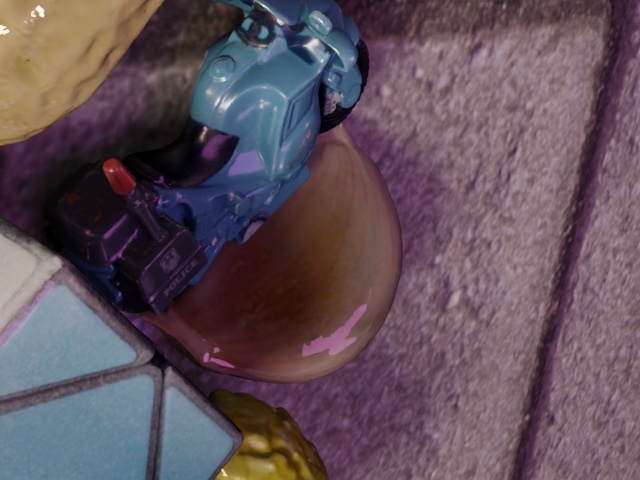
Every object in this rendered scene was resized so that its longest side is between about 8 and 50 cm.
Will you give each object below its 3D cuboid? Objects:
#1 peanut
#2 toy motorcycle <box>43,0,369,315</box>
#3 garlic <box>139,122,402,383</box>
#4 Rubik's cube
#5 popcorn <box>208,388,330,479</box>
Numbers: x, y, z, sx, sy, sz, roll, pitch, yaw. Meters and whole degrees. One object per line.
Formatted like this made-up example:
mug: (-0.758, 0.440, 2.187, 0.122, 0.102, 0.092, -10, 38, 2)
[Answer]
peanut: (-0.130, -0.165, 0.660, 0.152, 0.152, 0.313, 10, 128, -48)
toy motorcycle: (-0.066, -0.071, 0.844, 0.272, 0.123, 0.182, -48, 147, -17)
garlic: (0.003, -0.002, 0.982, 0.267, 0.128, 0.148, -63, 152, -16)
Rubik's cube: (-0.207, 0.100, 0.722, 0.205, 0.207, 0.205, -50, 137, -12)
popcorn: (-0.077, 0.204, 0.954, 0.198, 0.198, 0.212, -61, 165, -2)
